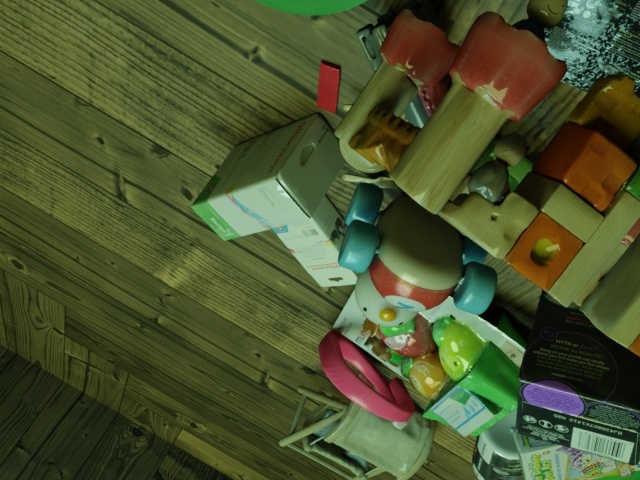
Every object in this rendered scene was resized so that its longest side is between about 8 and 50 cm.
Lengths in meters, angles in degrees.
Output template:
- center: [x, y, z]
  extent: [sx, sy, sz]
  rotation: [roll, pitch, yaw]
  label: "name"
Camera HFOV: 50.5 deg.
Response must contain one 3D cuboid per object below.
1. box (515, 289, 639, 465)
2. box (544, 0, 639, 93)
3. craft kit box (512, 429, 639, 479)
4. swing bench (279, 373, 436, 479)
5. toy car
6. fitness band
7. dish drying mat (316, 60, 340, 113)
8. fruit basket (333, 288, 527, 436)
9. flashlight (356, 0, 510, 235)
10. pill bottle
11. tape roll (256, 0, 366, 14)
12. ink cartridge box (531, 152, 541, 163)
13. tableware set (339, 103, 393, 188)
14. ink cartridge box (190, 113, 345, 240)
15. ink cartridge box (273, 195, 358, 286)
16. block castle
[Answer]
- center: [0.381, 0.140, 0.939]
  extent: [0.165, 0.270, 0.143]
  rotation: [12, 142, 24]
  label: "box"
- center: [0.322, -0.222, 0.696]
  extent: [0.180, 0.077, 0.147]
  rotation: [25, 145, 6]
  label: "box"
- center: [0.505, 0.414, 1.286]
  extent: [0.246, 0.061, 0.250]
  rotation: [-16, 131, 10]
  label: "craft kit box"
- center: [0.089, 0.452, 1.598]
  extent: [0.253, 0.165, 0.254]
  rotation: [36, 146, -25]
  label: "swing bench"
- center: [0.117, 0.071, 1.047]
  extent: [0.219, 0.210, 0.238]
  rotation: [19, 124, -4]
  label: "toy car"
- center: [0.087, 0.277, 1.369]
  extent: [0.209, 0.054, 0.291]
  rotation: [37, -175, -9]
  label: "fitness band"
- center: [0.012, -0.220, 0.979]
  extent: [0.032, 0.008, 0.083]
  rotation: [22, 145, 12]
  label: "dish drying mat"
- center: [0.198, 0.203, 1.247]
  extent: [0.353, 0.165, 0.327]
  rotation: [31, 145, 4]
  label: "fruit basket"
- center: [0.165, -0.151, 0.861]
  extent: [0.103, 0.103, 0.304]
  rotation: [10, 134, 56]
  label: "flashlight"
- center: [0.394, 0.455, 1.447]
  extent: [0.130, 0.130, 0.246]
  rotation: [16, 143, 18]
  label: "pill bottle"
- center: [-0.031, -0.403, 0.721]
  extent: [0.321, 0.077, 0.321]
  rotation: [19, 144, 14]
  label: "tape roll"
- center: [0.332, -0.068, 0.924]
  extent: [0.115, 0.029, 0.063]
  rotation: [26, 145, 5]
  label: "ink cartridge box"
- center: [0.124, -0.135, 0.979]
  extent: [0.194, 0.039, 0.128]
  rotation: [11, 126, 15]
  label: "tableware set"
- center: [-0.080, -0.096, 1.071]
  extent: [0.212, 0.154, 0.093]
  rotation: [-15, 126, 45]
  label: "ink cartridge box"
- center: [0.000, 0.000, 1.216]
  extent: [0.104, 0.062, 0.181]
  rotation: [-8, 130, 42]
  label: "ink cartridge box"
- center: [0.261, -0.062, 0.705]
  extent: [0.453, 0.213, 0.303]
  rotation: [32, -170, -19]
  label: "block castle"
